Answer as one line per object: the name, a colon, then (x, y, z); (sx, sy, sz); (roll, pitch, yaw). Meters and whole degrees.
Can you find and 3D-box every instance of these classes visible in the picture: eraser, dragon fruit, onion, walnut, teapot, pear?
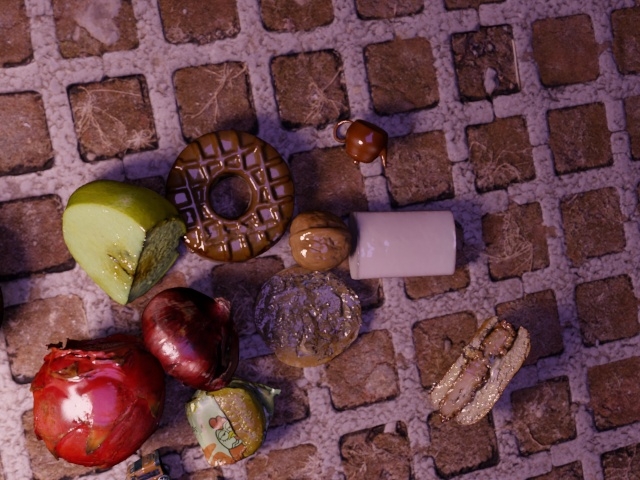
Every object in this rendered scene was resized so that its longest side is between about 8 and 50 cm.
eraser: (0.211, 0.009, 1.833); (0.270, 0.095, 0.174); (-2, 92, -12)
dragon fruit: (-0.494, 0.349, 1.582); (0.295, 0.295, 0.301); (14, 105, -13)
onion: (-0.269, 0.211, 1.631); (0.195, 0.272, 0.272); (-35, 100, 20)
walnut: (0.000, 0.000, 1.757); (0.166, 0.149, 0.166); (11, 67, -28)
teapot: (0.106, -0.245, 1.805); (0.173, 0.116, 0.116); (31, 83, 15)
pear: (-0.461, -0.026, 1.629); (0.292, 0.292, 0.159); (51, 40, -9)

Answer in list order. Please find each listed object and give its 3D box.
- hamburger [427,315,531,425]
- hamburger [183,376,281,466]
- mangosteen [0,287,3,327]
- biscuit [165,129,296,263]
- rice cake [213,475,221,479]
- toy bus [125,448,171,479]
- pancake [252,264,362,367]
hamburger: (0.423, 0.334, 1.857); (0.155, 0.245, 0.282); (37, 127, 13)
hamburger: (-0.204, 0.427, 1.725); (0.235, 0.125, 0.214); (-14, 104, 1)
mangosteen: (-0.835, 0.139, 1.481); (0.330, 0.330, 0.330); (0, 91, -13)
biscuit: (-0.216, -0.108, 1.726); (0.332, 0.103, 0.332); (0, 90, -13)
rice cake: (-0.298, 0.712, 1.750); (0.057, 0.052, 0.256); (27, 84, 17)
toy bus: (-0.400, 0.609, 1.704); (0.103, 0.091, 0.182); (-20, 97, -12)
pancake: (-0.031, 0.190, 1.802); (0.282, 0.049, 0.282); (0, 91, -12)
